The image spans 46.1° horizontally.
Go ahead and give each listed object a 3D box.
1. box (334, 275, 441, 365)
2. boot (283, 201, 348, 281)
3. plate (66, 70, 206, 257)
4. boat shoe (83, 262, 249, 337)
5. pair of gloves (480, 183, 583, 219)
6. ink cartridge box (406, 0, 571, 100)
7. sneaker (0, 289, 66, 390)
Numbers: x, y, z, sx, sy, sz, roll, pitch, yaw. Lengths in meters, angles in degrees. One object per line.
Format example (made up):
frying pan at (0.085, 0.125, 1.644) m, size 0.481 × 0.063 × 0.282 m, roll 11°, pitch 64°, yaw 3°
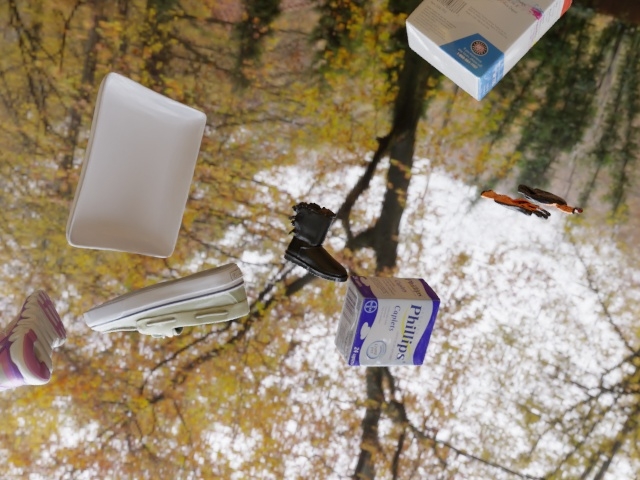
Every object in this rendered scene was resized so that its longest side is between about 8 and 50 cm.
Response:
box at (0.106, 0.129, 1.199) m, size 0.137 × 0.126 × 0.072 m, roll 2°, pitch -156°, yaw -22°
boot at (0.001, 0.000, 1.170) m, size 0.121 × 0.099 × 0.045 m, roll 25°, pitch -163°, yaw 23°
plate at (-0.313, -0.117, 1.273) m, size 0.045 × 0.277 × 0.277 m, roll 14°, pitch 180°, yaw 24°
boat shoe at (-0.267, 0.121, 1.295) m, size 0.302 × 0.094 × 0.109 m, roll -15°, pitch -175°, yaw 17°
pair of gloves at (0.210, -0.040, 0.746) m, size 0.083 × 0.010 × 0.074 m, roll -9°, pitch -153°, yaw -38°
ink cartridge box at (0.241, -0.320, 1.004) m, size 0.134 × 0.231 × 0.078 m, roll 44°, pitch 178°, yaw 18°
sneaker at (-0.454, 0.153, 1.131) m, size 0.105 × 0.095 × 0.236 m, roll -25°, pitch -160°, yaw 0°
